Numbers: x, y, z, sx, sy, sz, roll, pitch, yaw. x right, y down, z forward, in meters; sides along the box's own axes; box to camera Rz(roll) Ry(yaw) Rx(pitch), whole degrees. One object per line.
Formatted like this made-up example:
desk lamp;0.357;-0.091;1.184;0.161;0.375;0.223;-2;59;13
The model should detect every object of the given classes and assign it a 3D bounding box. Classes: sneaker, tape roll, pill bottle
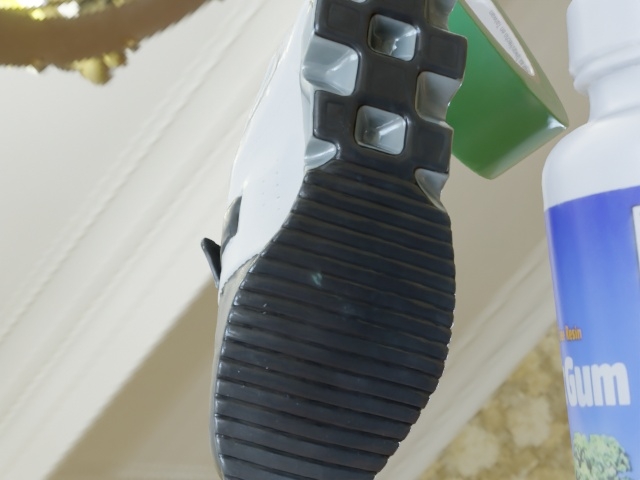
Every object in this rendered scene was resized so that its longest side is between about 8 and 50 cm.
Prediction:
sneaker;0.000;0.000;0.736;0.122;0.331;0.146;21;-24;-18
tape roll;0.073;-0.199;1.023;0.077;0.321;0.321;-37;-29;16
pill bottle;0.180;0.020;0.579;0.152;0.272;0.152;-6;-7;-1
